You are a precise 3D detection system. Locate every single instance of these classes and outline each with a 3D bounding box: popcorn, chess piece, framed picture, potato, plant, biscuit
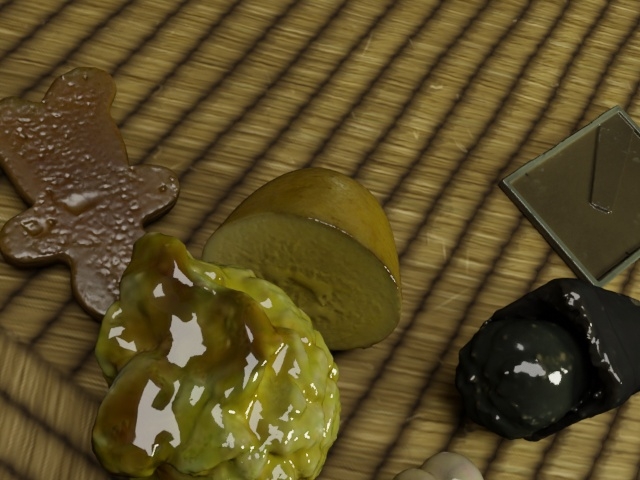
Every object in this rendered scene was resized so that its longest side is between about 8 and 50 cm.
[{"bbox_3d":[-0.102,0.117,0.769,0.251,0.206,0.237,61,25,-29],"label":"popcorn"},{"bbox_3d":[0.085,0.258,0.845,0.171,0.094,0.094,-25,73,-31],"label":"chess piece"},{"bbox_3d":[0.370,-0.061,1.140,0.250,0.016,0.184,-32,76,-29],"label":"framed picture"},{"bbox_3d":[0.000,0.000,0.921,0.204,0.178,0.158,9,42,15],"label":"potato"},{"bbox_3d":[0.252,0.123,0.927,0.256,0.164,0.141,-8,69,-37],"label":"plant"},{"bbox_3d":[-0.246,-0.039,0.921,0.197,0.049,0.301,-26,73,-22],"label":"biscuit"}]
